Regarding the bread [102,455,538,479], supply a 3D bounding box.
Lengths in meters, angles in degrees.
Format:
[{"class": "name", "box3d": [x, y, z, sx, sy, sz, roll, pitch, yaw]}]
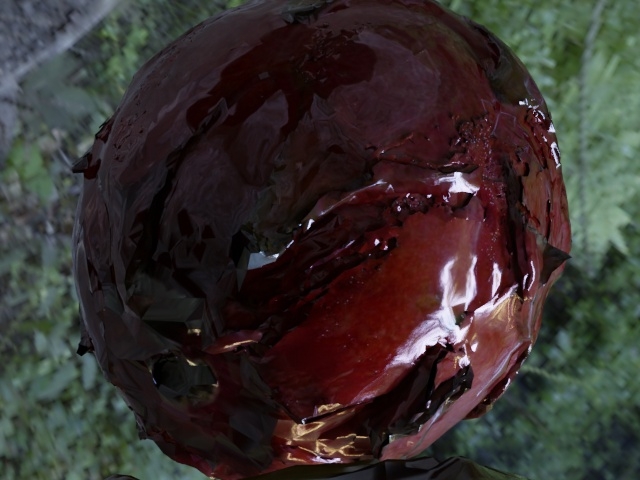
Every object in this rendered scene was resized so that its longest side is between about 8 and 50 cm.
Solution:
[{"class": "bread", "box3d": [0.013, 0.192, 0.572, 0.314, 0.370, 0.191, 31, 61, -40]}]

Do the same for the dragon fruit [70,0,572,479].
[{"class": "dragon fruit", "box3d": [0.000, 0.000, 1.013, 0.301, 0.296, 0.295, -54, 127, -41]}]
